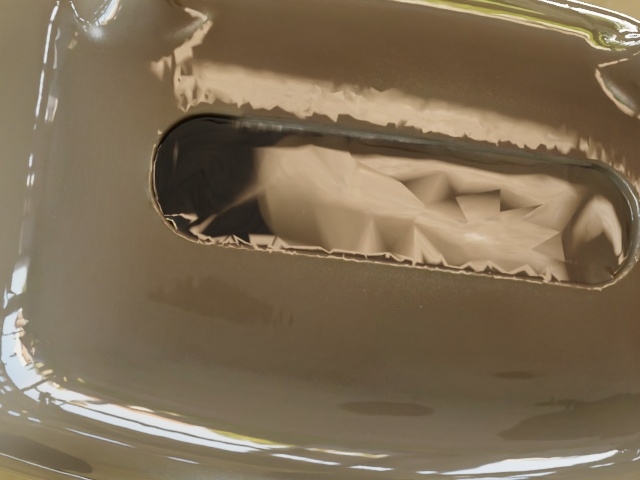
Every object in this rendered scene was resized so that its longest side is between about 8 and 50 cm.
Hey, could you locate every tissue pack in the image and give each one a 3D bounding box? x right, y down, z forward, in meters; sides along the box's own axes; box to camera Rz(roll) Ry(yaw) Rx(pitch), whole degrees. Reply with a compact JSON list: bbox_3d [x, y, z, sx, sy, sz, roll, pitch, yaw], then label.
[{"bbox_3d":[0.000,0.000,0.957,0.387,0.277,0.267,7,-104,-15],"label":"tissue pack"}]
